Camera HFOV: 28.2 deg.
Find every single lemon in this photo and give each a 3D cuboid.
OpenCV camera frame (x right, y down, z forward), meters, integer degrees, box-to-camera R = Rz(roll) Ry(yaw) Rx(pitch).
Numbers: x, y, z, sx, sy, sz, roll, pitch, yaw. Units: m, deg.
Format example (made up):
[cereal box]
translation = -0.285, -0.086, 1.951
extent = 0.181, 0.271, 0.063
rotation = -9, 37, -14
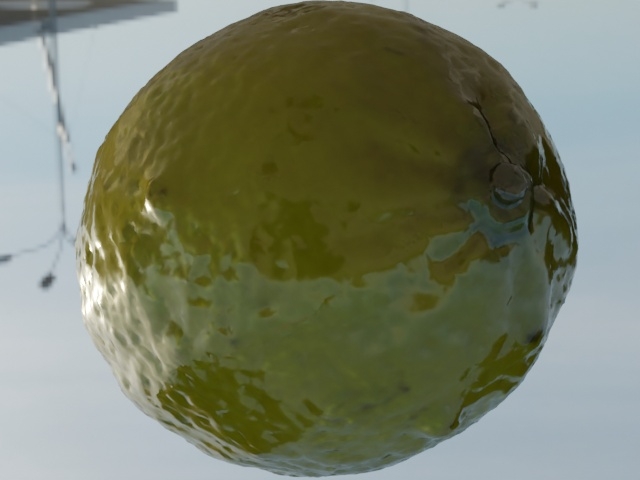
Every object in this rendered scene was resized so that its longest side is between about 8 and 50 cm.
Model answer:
[lemon]
translation = 0.000, 0.000, 0.524
extent = 0.192, 0.192, 0.231
rotation = -11, 172, -37
